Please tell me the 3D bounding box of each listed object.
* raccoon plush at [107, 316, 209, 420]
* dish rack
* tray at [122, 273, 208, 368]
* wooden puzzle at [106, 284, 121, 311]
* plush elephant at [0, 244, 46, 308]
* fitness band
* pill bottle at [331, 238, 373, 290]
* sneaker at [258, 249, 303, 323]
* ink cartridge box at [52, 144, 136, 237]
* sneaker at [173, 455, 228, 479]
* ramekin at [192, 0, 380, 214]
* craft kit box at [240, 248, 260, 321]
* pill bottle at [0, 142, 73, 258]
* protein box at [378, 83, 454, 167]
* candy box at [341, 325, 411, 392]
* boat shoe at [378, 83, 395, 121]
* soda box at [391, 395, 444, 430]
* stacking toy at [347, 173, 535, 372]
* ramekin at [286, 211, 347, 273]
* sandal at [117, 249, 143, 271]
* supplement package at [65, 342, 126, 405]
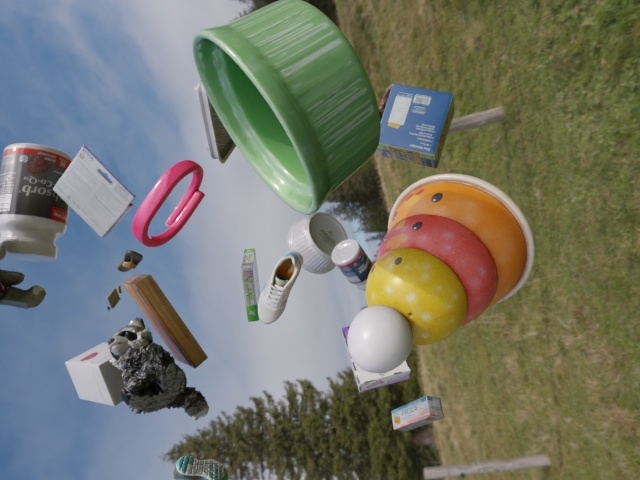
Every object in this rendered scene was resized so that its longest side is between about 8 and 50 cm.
[{"bbox_3d":[-0.633,0.504,1.616,0.299,0.216,0.447,37,153,44],"label":"raccoon plush"},{"bbox_3d":[-0.383,-0.490,1.613,0.286,0.072,0.333,-76,-12,-49],"label":"dish rack"},{"bbox_3d":[-0.630,0.325,1.725,0.076,0.202,0.411,-40,-69,-32],"label":"tray"},{"bbox_3d":[-0.957,0.267,1.975,0.116,0.014,0.079,-69,-18,-55],"label":"wooden puzzle"},{"bbox_3d":[-0.970,0.076,1.188,0.272,0.329,0.256,-63,-8,-71],"label":"plush elephant"},{"bbox_3d":[-0.450,-0.111,1.289,0.054,0.291,0.209,34,180,11],"label":"fitness band"},{"bbox_3d":[0.124,0.090,1.477,0.180,0.107,0.108,52,-159,-37],"label":"pill bottle"},{"bbox_3d":[-0.125,0.136,1.236,0.092,0.087,0.229,-21,-47,-84],"label":"sneaker"},{"bbox_3d":[-0.714,-0.157,1.368,0.223,0.224,0.045,48,-154,-8],"label":"ink cartridge box"},{"bbox_3d":[-0.353,0.684,1.252,0.166,0.076,0.065,29,-154,-19],"label":"sneaker"},{"bbox_3d":[-0.046,-0.204,0.660,0.303,0.148,0.303,49,166,17],"label":"ramekin"},{"bbox_3d":[-0.309,0.193,1.908,0.247,0.060,0.250,-100,5,-70],"label":"craft kit box"},{"bbox_3d":[-0.963,-0.121,1.434,0.210,0.209,0.364,52,-144,-75],"label":"pill bottle"},{"bbox_3d":[0.306,-0.367,1.380,0.136,0.199,0.202,23,-96,-70],"label":"protein box"},{"bbox_3d":[0.171,0.354,1.344,0.070,0.164,0.196,83,172,-50],"label":"candy box"},{"bbox_3d":[0.249,-0.496,1.586,0.060,0.064,0.178,-60,-3,-33],"label":"boat shoe"},{"bbox_3d":[0.299,0.543,1.334,0.183,0.058,0.063,-48,34,45],"label":"soda box"},{"bbox_3d":[0.214,0.095,0.883,0.480,0.350,0.351,-39,-58,-45],"label":"stacking toy"},{"bbox_3d":[0.000,0.000,1.850,0.272,0.127,0.273,21,-128,-30],"label":"ramekin"},{"bbox_3d":[-0.767,0.094,1.713,0.072,0.180,0.049,24,-132,-34],"label":"sandal"},{"bbox_3d":[-0.860,0.531,1.730,0.177,0.292,0.176,-30,-74,-52],"label":"supplement package"}]
